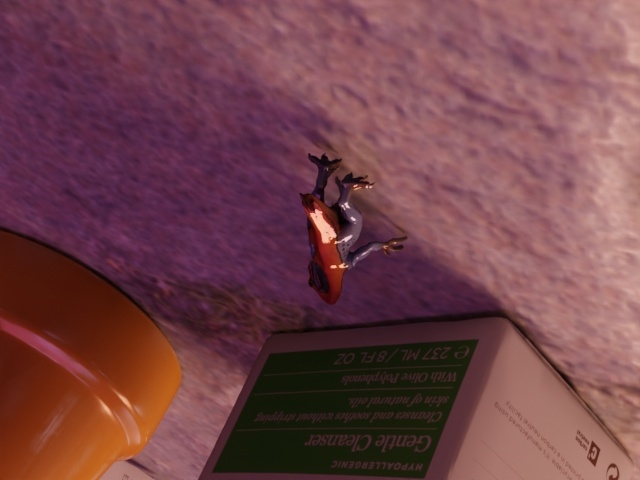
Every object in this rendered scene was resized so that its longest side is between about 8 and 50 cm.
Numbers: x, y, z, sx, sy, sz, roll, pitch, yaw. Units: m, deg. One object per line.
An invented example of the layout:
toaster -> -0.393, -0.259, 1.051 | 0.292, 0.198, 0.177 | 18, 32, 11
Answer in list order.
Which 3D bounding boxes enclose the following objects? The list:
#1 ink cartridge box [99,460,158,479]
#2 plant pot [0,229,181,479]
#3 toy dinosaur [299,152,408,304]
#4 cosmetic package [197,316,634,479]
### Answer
ink cartridge box -> -0.319, 0.235, 1.013 | 0.307, 0.304, 0.072 | 38, 150, -17
plant pot -> -0.224, 0.125, 0.889 | 0.205, 0.188, 0.205 | 19, 148, 12
toy dinosaur -> 0.000, 0.000, 0.658 | 0.047, 0.090, 0.082 | 27, 121, 29
cosmetic package -> 0.007, 0.234, 0.707 | 0.197, 0.365, 0.155 | -9, 134, 43
